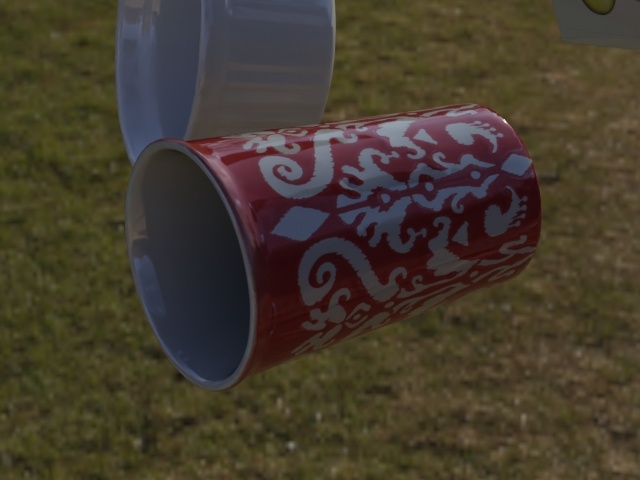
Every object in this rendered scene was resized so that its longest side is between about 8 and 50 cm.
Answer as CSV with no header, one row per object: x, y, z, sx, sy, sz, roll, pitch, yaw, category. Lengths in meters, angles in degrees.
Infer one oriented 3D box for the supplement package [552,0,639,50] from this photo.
0.276,-0.264,1.195,0.194,0.203,0.149,13,48,41,supplement package

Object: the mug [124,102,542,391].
0.000,-0.009,0.744,0.169,0.113,0.150,-15,16,-31,mug

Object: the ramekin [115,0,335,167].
-0.091,-0.186,1.467,0.135,0.277,0.277,1,28,-22,ramekin
